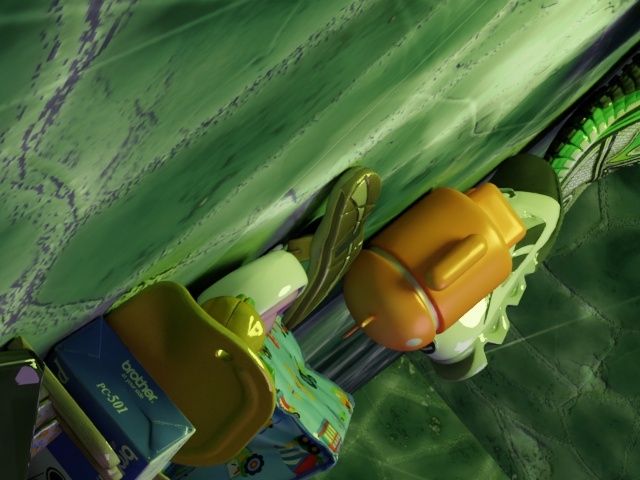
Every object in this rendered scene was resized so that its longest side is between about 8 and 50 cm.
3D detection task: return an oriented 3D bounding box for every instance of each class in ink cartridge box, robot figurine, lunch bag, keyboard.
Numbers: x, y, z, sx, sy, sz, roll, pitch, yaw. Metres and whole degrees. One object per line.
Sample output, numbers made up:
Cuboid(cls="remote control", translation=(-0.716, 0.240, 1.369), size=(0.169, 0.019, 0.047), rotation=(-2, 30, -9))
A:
Cuboid(cls="ink cartridge box", translation=(-0.165, 0.144, 1.041), size=(0.046, 0.097, 0.207), rotation=(-34, 171, -40))
Cuboid(cls="robot figurine", translation=(0.114, 0.031, 1.625), size=(0.219, 0.158, 0.128), rotation=(-38, 133, -17))
Cuboid(cls="lunch bag", translation=(-0.124, 0.218, 1.440), size=(0.293, 0.138, 0.221), rotation=(-39, -179, 9))
Cuboid(cls="keyboard", translation=(-0.200, 0.146, 0.795), size=(0.108, 0.023, 0.180), rotation=(-6, 109, -53))

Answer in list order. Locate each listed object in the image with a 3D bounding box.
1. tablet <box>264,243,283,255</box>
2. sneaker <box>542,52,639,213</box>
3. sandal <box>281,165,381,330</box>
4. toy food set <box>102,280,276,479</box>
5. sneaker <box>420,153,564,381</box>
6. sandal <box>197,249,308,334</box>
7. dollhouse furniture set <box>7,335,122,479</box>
Cuboid(cls="tablet", translation=(-0.052, 0.027, 1.262), size=(0.054, 0.006, 0.083), rotation=(-40, 173, -7))
Cuboid(cls="sneaker", translation=(0.398, -0.132, 1.922), size=(0.343, 0.146, 0.134), rotation=(-44, -176, 28))
Cuboid(cls="sandal", translation=(0.000, 0.000, 1.235), size=(0.072, 0.049, 0.180), rotation=(-41, 160, -40))
Cuboid(cls="toy food set", translation=(-0.097, 0.088, 1.056), size=(0.218, 0.128, 0.071), rotation=(-49, -169, 50))
Cuboid(cls="sneaker", translation=(0.184, -0.008, 1.801), size=(0.122, 0.146, 0.330), rotation=(-15, -143, 42))
Cuboid(cls="sandal", translation=(-0.147, 0.164, 1.218), size=(0.416, 0.102, 0.169), rotation=(-45, 170, 33))
Cuboid(cls="dollhouse furniture set", translation=(-0.210, 0.205, 0.936), size=(0.212, 0.161, 0.242), rotation=(-38, 172, -14))
